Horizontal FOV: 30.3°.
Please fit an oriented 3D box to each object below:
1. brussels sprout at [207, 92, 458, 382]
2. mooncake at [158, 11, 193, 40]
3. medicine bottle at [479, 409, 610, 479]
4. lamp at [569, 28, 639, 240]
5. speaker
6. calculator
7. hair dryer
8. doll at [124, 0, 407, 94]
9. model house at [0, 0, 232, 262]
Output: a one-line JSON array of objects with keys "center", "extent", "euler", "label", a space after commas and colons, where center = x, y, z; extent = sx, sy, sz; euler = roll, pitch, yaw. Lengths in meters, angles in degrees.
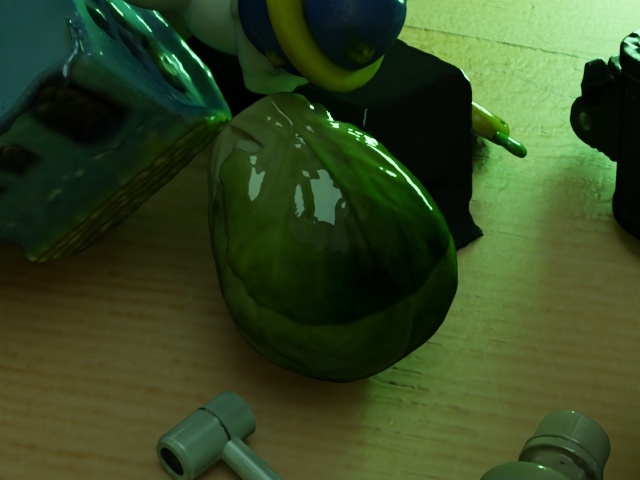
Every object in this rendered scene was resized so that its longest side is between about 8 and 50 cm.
[{"center": [0.000, 0.000, 1.098], "extent": [0.219, 0.210, 0.271], "euler": [-31, 89, -25], "label": "brussels sprout"}, {"center": [-0.237, -0.331, 1.343], "extent": [0.378, 0.201, 0.378], "euler": [-23, 23, 10], "label": "mooncake"}, {"center": [0.168, 0.242, 0.962], "extent": [0.114, 0.114, 0.252], "euler": [25, 45, 16], "label": "medicine bottle"}, {"center": [0.433, -0.121, 1.285], "extent": [0.205, 0.272, 0.374], "euler": [-20, 50, -26], "label": "lamp"}, {"center": [0.006, -0.136, 1.346], "extent": [0.180, 0.184, 0.388], "euler": [-25, 41, -33], "label": "speaker"}, {"center": [0.152, -0.165, 1.405], "extent": [0.235, 0.032, 0.146], "euler": [35, 10, 23], "label": "calculator"}, {"center": [-0.068, 0.199, 1.024], "extent": [0.137, 0.047, 0.082], "euler": [40, 51, 20], "label": "hair dryer"}, {"center": [-0.015, -0.204, 1.135], "extent": [0.242, 0.160, 0.311], "euler": [-13, -7, 28], "label": "doll"}, {"center": [-0.244, -0.116, 1.125], "extent": [0.237, 0.303, 0.216], "euler": [-38, 61, 15], "label": "model house"}]
